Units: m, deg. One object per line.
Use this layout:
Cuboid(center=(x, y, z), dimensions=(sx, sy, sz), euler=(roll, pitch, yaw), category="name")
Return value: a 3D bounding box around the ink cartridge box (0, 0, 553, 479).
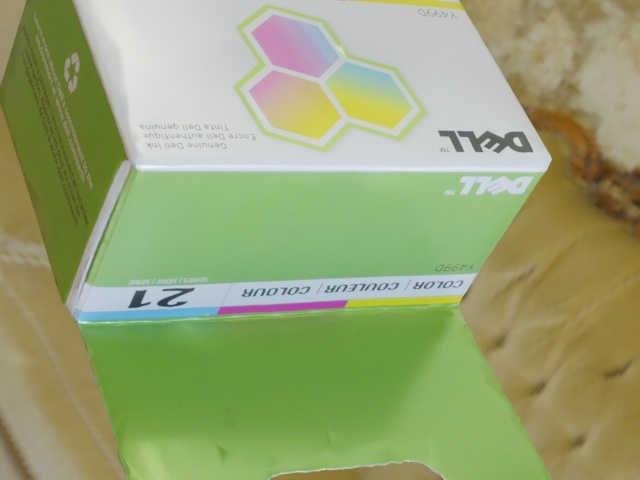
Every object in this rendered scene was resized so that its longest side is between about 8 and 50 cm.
Cuboid(center=(0.000, 0.000, 0.600), dimensions=(0.188, 0.097, 0.255), euler=(-1, 49, -29), category="ink cartridge box")
